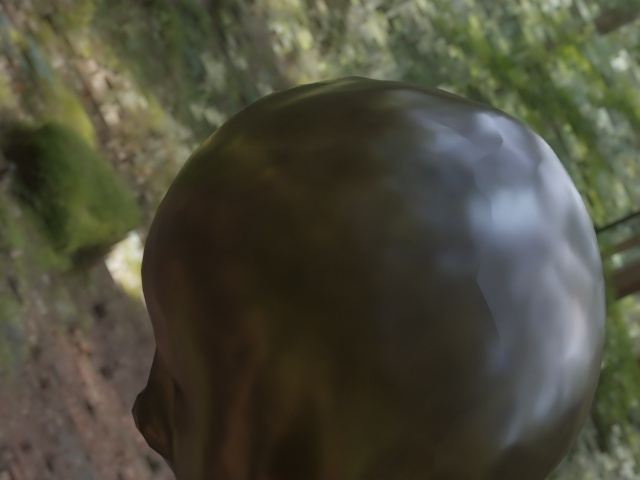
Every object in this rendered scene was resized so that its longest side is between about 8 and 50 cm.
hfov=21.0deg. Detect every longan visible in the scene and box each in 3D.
[{"bbox_3d":[0.027,0.053,1.002,0.297,0.297,0.297,56,17,-28],"label":"longan"}]
